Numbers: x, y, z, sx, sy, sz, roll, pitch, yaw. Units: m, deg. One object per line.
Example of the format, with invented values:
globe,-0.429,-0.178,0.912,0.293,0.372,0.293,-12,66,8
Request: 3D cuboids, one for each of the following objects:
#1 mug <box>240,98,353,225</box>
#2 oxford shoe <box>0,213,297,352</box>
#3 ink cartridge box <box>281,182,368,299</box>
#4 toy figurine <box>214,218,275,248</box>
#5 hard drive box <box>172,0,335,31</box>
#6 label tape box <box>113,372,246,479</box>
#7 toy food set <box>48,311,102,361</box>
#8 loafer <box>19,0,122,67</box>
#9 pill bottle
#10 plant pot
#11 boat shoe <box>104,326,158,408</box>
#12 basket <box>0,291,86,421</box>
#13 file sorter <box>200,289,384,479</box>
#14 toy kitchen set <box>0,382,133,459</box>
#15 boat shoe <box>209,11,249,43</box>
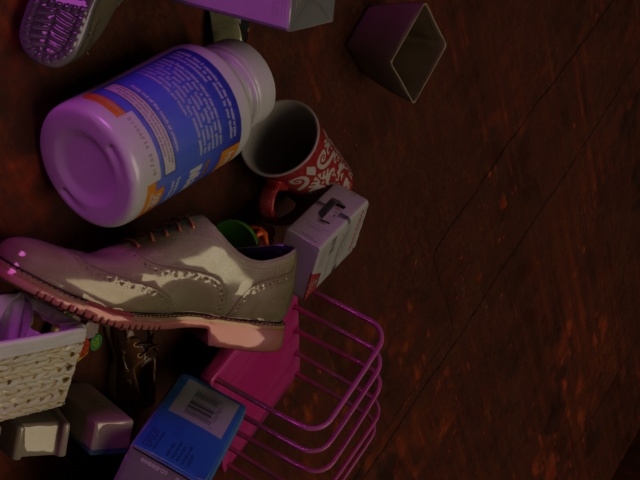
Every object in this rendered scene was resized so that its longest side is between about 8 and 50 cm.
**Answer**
mug,-0.038,-0.095,1.904,0.150,0.113,0.169,-47,151,0
oxford shoe,-0.199,0.028,1.621,0.397,0.140,0.146,13,97,-40
ink cartridge box,0.000,0.000,1.870,0.135,0.056,0.099,-45,158,-46
toy figurine,-0.107,0.023,1.836,0.173,0.130,0.159,-54,171,27
hard drive box,-0.094,-0.346,1.538,0.089,0.232,0.181,-24,127,-51
label tape box,-0.228,0.362,1.738,0.334,0.106,0.240,-62,179,18
toy food set,-0.297,0.114,1.682,0.082,0.020,0.083,-43,139,-37
loafer,-0.243,-0.301,1.489,0.251,0.094,0.087,-62,174,3
pill bottle,-0.176,-0.136,1.604,0.272,0.152,0.152,-35,134,-43
plant pot,0.103,-0.281,2.013,0.109,0.096,0.109,-61,148,-16
boat shoe,-0.230,0.132,1.758,0.064,0.060,0.178,-27,129,-48
basket,-0.356,0.129,1.515,0.167,0.113,0.103,-7,116,-56
file sorter,-0.027,0.223,1.943,0.202,0.182,0.291,-52,160,-28
toy kitchen set,-0.350,0.267,1.630,0.207,0.122,0.166,3,106,-37
boat shoe,-0.114,-0.294,1.723,0.042,0.049,0.133,-68,157,-68
